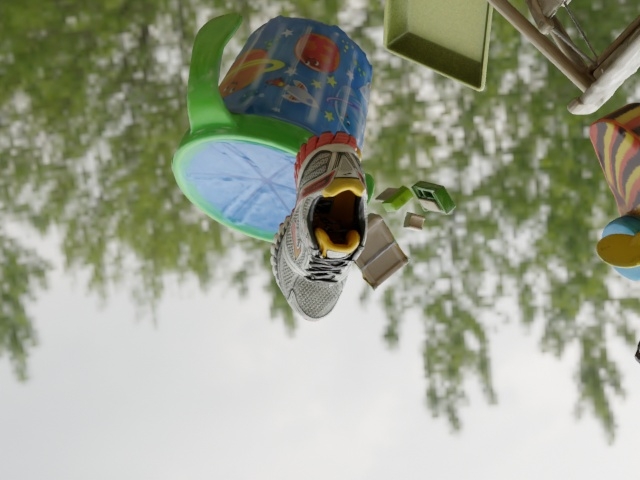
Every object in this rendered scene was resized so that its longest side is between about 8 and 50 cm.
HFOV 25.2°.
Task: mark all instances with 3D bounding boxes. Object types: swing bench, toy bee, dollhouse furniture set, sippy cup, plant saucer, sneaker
[{"bbox_3d":[0.370,-0.340,1.847,0.165,0.254,0.253,-15,154,-52],"label":"swing bench"},{"bbox_3d":[0.386,0.001,1.477,0.195,0.298,0.162,-48,-151,-18],"label":"toy bee"},{"bbox_3d":[0.085,-0.015,1.712,0.152,0.076,0.058,-39,-159,-17],"label":"dollhouse furniture set"},{"bbox_3d":[-0.040,-0.148,1.785,0.240,0.305,0.224,16,-120,5],"label":"sippy cup"},{"bbox_3d":[0.186,-0.342,2.170,0.188,0.188,0.045,28,-131,26],"label":"plant saucer"},{"bbox_3d":[0.000,0.000,1.499,0.088,0.225,0.092,-3,-140,-12],"label":"sneaker"}]
